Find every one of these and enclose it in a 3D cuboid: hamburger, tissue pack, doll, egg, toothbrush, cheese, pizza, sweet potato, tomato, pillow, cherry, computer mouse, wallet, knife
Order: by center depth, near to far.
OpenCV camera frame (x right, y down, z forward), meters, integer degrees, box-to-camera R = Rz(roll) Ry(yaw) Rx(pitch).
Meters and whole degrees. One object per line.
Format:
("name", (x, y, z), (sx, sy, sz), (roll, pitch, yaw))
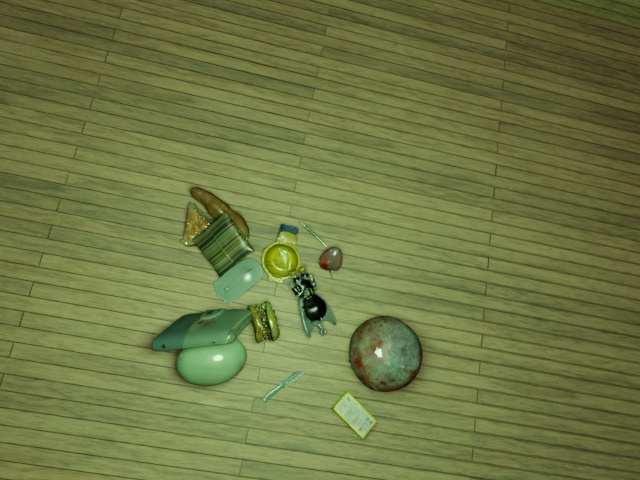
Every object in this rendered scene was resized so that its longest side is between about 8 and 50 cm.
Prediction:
("wallet", (-0.459, 0.348, 1.751), (0.360, 0.252, 0.083), (-9, 107, 18))
("egg", (-0.441, 0.484, 1.787), (0.282, 0.203, 0.203), (-7, 79, -12))
("tomato", (0.274, 0.478, 1.861), (0.316, 0.282, 0.317), (10, 69, -27))
("hamburger", (-0.240, 0.340, 1.872), (0.113, 0.185, 0.177), (-17, 119, -8))
("tissue pack", (0.143, 0.747, 1.889), (0.176, 0.062, 0.095), (44, 74, 3))
("knife", (-0.161, 0.624, 1.895), (0.210, 0.015, 0.028), (-34, 78, -14))
("pillow", (-0.421, 0.020, 1.903), (0.208, 0.052, 0.212), (-37, 89, 12))
("computer mouse", (-0.359, 0.173, 1.934), (0.231, 0.079, 0.128), (-40, 83, -10))
("doll", (-0.049, 0.272, 1.935), (0.145, 0.103, 0.316), (-20, 88, -55))
("pizza", (-0.548, -0.074, 1.969), (0.185, 0.052, 0.195), (-17, 85, -4))
("sweet potato", (-0.436, -0.120, 1.972), (0.354, 0.106, 0.095), (41, 102, 8))
("cheese", (-0.168, 0.056, 1.988), (0.177, 0.069, 0.270), (15, 74, -5))
("cherry", (0.053, 0.088, 2.000), (0.106, 0.087, 0.126), (34, 102, -20))
("toothbrush", (0.000, 0.000, 2.050), (0.257, 0.018, 0.024), (42, 73, 2))
